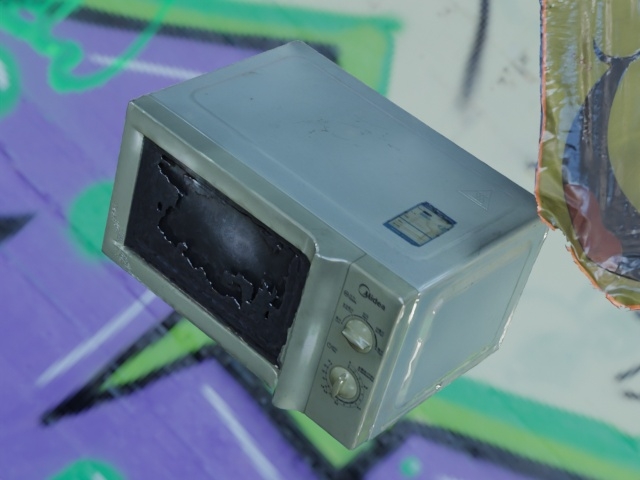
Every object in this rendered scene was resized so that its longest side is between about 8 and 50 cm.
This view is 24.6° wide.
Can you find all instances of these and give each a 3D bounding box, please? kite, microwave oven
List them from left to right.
[{"bbox_3d":[0.000,0.000,1.465,0.355,0.218,0.286,35,39,25],"label":"microwave oven"},{"bbox_3d":[0.312,-0.092,1.114,0.377,0.327,0.013,51,4,29],"label":"kite"}]
